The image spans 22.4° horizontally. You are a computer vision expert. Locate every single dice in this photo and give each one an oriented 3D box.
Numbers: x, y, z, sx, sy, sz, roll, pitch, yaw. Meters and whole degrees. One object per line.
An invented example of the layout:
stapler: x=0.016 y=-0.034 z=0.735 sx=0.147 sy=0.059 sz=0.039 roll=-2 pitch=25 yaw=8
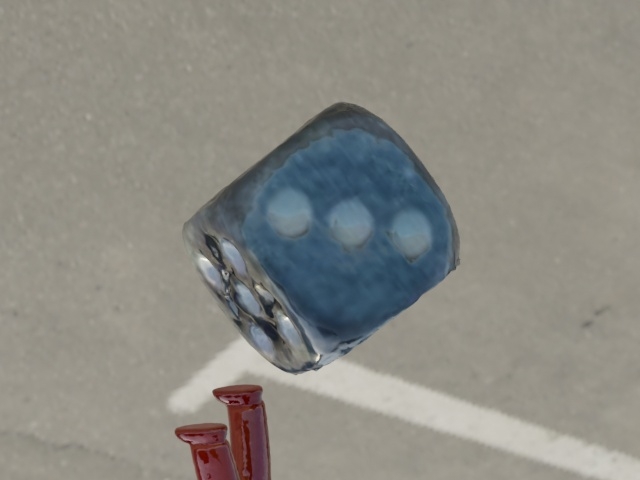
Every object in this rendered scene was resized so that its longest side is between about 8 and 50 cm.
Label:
dice: x=0.000 y=0.000 z=1.423 sx=0.182 sy=0.183 sz=0.181 roll=-38 pitch=-176 yaw=-22

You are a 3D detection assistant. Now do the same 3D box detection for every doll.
doll: x=-0.066 y=0.338 z=1.532 sx=0.099 sy=0.384 sz=0.188 roll=-8 pitch=-173 yaw=14
